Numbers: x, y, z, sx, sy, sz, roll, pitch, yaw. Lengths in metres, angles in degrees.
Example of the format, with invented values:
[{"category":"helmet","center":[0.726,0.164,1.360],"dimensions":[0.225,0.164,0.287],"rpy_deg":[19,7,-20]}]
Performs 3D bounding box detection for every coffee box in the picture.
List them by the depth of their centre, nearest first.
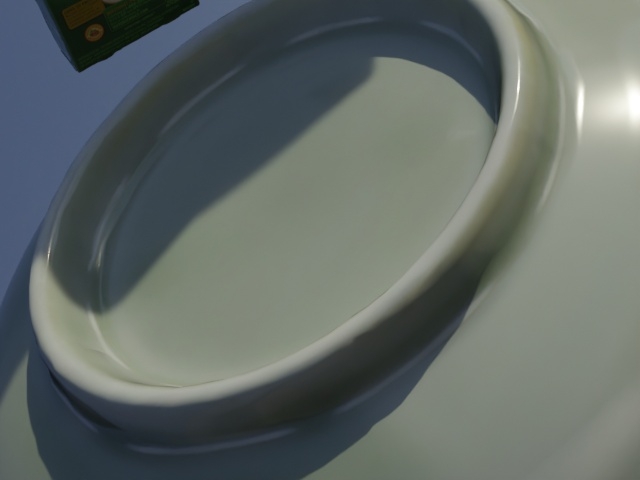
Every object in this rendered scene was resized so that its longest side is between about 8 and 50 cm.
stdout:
[{"category":"coffee box","center":[-0.163,-0.219,0.915],"dimensions":[0.113,0.040,0.184],"rpy_deg":[-32,-38,-11]}]

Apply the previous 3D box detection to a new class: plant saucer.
[{"category":"plant saucer","center":[0.000,0.000,0.495],"dimensions":[0.100,0.400,0.400],"rpy_deg":[51,-126,-39]}]
